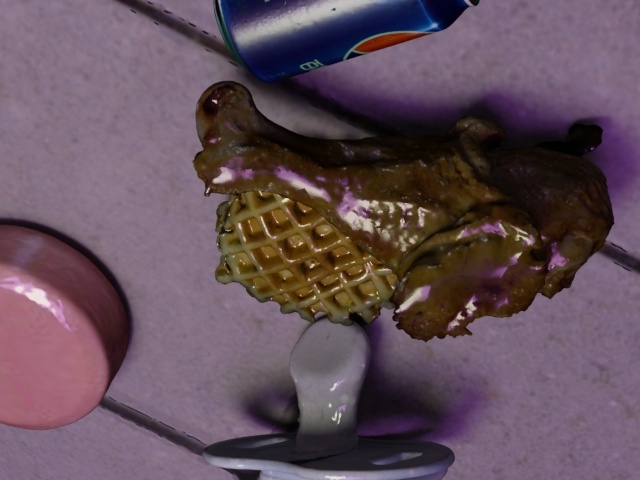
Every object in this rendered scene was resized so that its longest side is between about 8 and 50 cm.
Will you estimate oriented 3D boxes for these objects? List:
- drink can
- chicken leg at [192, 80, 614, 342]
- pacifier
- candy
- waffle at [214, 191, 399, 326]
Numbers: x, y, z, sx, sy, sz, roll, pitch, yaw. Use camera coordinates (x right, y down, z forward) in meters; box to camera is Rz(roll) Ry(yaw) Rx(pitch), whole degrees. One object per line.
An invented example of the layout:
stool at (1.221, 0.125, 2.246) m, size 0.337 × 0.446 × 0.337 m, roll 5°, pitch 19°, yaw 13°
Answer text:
drink can at (0.021, -0.207, 0.883) m, size 0.205 × 0.118 × 0.118 m, roll -15°, pitch 119°, yaw 23°
chicken leg at (0.069, -0.018, 0.927) m, size 0.361 × 0.211 × 0.140 m, roll 3°, pitch 144°, yaw -4°
pacifier at (0.013, 0.183, 1.148) m, size 0.279 × 0.227 × 0.207 m, roll -2°, pitch 91°, yaw 39°
candy at (-0.343, 0.100, 1.202) m, size 0.255 × 0.094 × 0.255 m, roll 7°, pitch 126°, yaw 9°
waffle at (0.000, 0.000, 1.070) m, size 0.214 × 0.054 × 0.207 m, roll 17°, pitch 129°, yaw -1°
